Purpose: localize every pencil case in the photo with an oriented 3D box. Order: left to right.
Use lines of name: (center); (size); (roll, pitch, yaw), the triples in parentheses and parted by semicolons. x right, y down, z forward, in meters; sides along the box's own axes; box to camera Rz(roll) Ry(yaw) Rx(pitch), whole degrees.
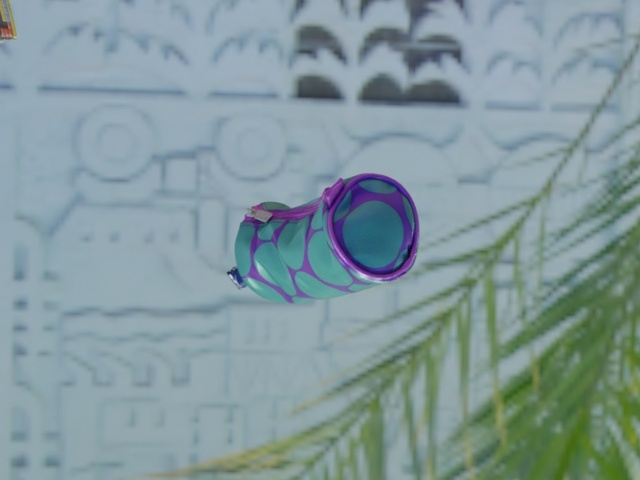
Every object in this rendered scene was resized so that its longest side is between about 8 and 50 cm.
pencil case: (0.000, 0.000, 0.964); (0.064, 0.070, 0.152); (-50, -165, -23)

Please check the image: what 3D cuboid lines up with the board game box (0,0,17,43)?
board game box: (-0.311, -0.211, 1.175); (0.141, 0.170, 0.048); (-14, 180, 21)
